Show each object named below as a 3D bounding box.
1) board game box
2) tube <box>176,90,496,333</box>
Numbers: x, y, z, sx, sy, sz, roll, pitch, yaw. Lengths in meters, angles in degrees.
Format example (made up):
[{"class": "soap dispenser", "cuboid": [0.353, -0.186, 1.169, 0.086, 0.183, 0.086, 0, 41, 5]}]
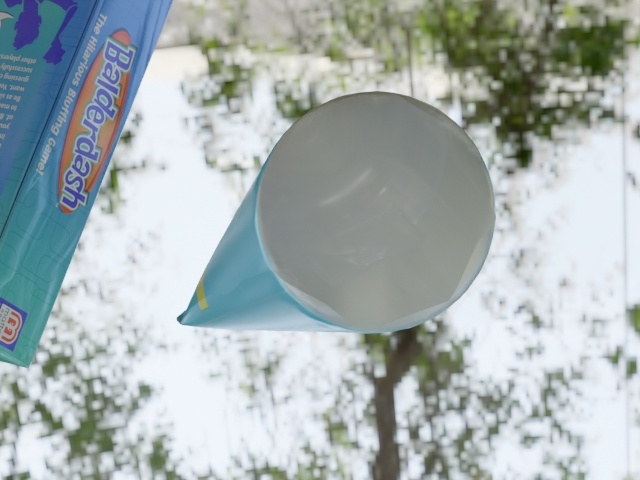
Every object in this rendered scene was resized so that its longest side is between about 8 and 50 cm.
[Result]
[{"class": "board game box", "cuboid": [-0.156, -0.063, 0.711, 0.160, 0.047, 0.210, 11, -108, 31]}, {"class": "tube", "cuboid": [0.000, 0.000, 0.461, 0.080, 0.052, 0.207, -28, 180, -8]}]
